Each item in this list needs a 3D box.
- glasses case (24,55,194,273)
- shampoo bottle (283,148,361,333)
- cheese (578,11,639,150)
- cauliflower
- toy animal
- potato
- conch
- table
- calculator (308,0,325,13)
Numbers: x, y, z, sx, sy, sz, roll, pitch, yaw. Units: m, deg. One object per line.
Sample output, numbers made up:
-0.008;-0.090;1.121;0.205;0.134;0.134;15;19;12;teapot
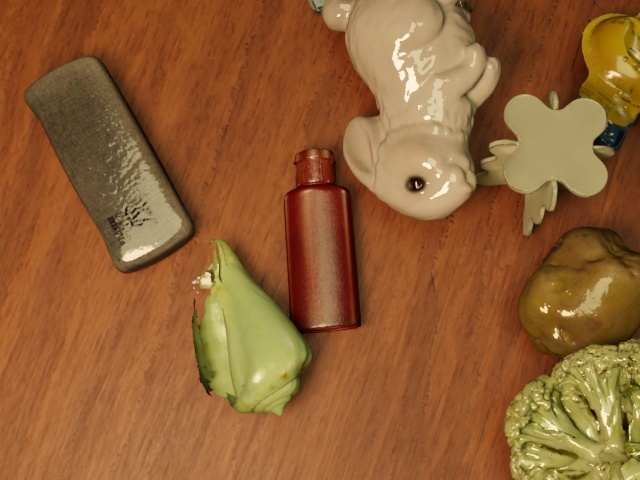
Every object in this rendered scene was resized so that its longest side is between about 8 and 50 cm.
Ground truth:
-0.307;-0.113;1.425;0.131;0.074;0.323;-30;80;-5;glasses case
0.000;0.000;1.406;0.102;0.064;0.260;-5;77;7;shampoo bottle
0.445;-0.241;1.425;0.177;0.069;0.270;36;59;0;cheese
0.382;0.272;1.250;0.272;0.250;0.275;-27;107;-5;cauliflower
0.125;-0.201;1.384;0.257;0.194;0.357;0;77;23;toy animal
0.371;0.077;1.356;0.200;0.137;0.154;-46;44;-11;potato
-0.116;0.137;1.352;0.137;0.143;0.250;-29;60;-33;conch
0.304;-0.103;1.359;0.166;0.198;0.167;0;77;0;table
-0.016;-0.435;1.524;0.057;0.018;0.172;-21;77;-6;calculator
